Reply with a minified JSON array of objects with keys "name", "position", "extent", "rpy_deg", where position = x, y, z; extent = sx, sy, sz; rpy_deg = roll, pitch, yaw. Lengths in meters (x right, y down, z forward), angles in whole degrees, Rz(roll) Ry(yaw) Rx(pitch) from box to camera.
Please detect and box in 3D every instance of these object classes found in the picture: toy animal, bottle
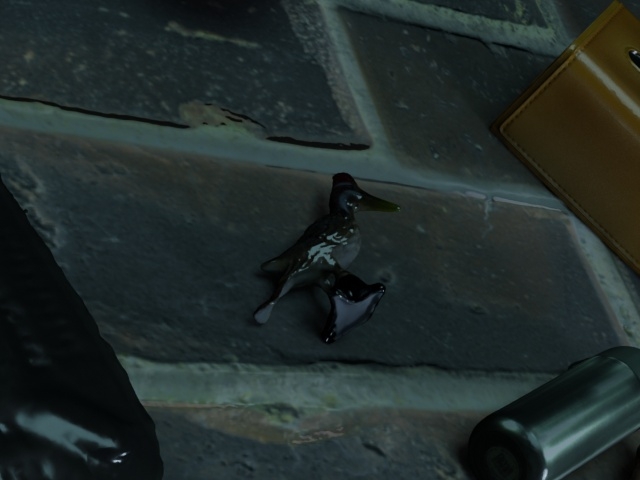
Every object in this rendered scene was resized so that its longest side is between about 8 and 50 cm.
[{"name":"toy animal","position":[0.008,0.007,1.252],"extent":[0.105,0.070,0.202],"rpy_deg":[17,46,-2]},{"name":"bottle","position":[0.223,0.155,1.296],"extent":[0.096,0.080,0.253],"rpy_deg":[20,26,36]}]

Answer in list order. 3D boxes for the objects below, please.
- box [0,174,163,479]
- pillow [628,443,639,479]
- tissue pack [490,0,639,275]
[{"name":"box","position":[-0.300,0.079,0.898],"extent":[0.350,0.091,0.359],"rpy_deg":[-16,65,-48]},{"name":"pillow","position":[0.349,0.291,1.270],"extent":[0.236,0.084,0.223],"rpy_deg":[39,41,-2]},{"name":"tissue pack","position":[0.354,-0.104,1.591],"extent":[0.274,0.145,0.194],"rpy_deg":[44,40,2]}]
